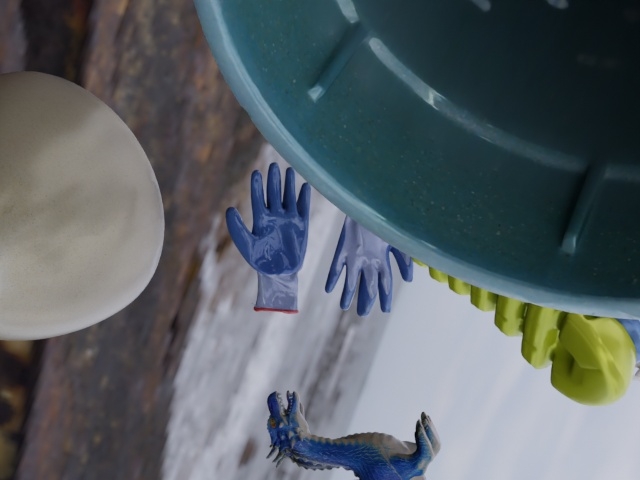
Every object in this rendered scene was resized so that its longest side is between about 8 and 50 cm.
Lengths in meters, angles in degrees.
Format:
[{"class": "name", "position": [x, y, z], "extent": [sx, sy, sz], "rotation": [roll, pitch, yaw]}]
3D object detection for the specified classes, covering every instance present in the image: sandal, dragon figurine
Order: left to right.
[{"class": "dragon figurine", "position": [0.055, 0.245, 1.372], "extent": [0.144, 0.289, 0.085], "rotation": [-26, 180, 11]}, {"class": "sandal", "position": [0.161, -0.011, 1.253], "extent": [0.138, 0.317, 0.126], "rotation": [-35, 156, -21]}]

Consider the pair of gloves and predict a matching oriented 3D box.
[{"class": "pair of gloves", "position": [0.000, 0.000, 1.620], "extent": [0.023, 0.198, 0.159], "rotation": [-157, -112, -79]}]

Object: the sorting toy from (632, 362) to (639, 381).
[{"class": "sorting toy", "position": [0.318, 0.134, 1.713], "extent": [0.083, 0.075, 0.045], "rotation": [-48, 153, -68]}]

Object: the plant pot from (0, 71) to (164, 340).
[{"class": "plant pot", "position": [-0.329, -0.012, 1.607], "extent": [0.191, 0.284, 0.284], "rotation": [-41, 153, -58]}]

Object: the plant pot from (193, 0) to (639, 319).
[{"class": "plant pot", "position": [0.161, -0.195, 0.791], "extent": [0.334, 0.341, 0.341], "rotation": [-59, 171, -36]}]
